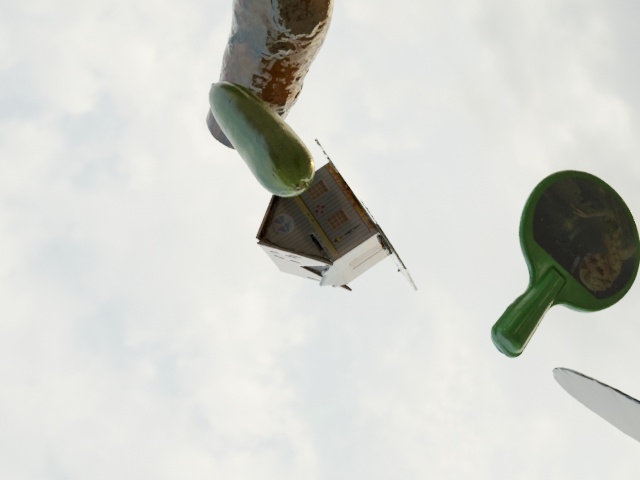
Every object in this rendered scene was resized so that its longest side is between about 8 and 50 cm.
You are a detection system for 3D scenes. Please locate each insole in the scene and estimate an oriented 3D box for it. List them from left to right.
[{"bbox_3d":[0.218,0.124,0.669,0.003,0.232,0.080,-52,-31,-12],"label":"insole"}]

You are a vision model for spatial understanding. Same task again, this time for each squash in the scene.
[{"bbox_3d":[-0.069,-0.116,1.415,0.066,0.066,0.201,2,-146,-40],"label":"squash"}]

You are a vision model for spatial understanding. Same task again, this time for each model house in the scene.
[{"bbox_3d":[0.000,0.000,1.532,0.207,0.136,0.219,57,-178,15],"label":"model house"}]

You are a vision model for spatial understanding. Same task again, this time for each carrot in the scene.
[{"bbox_3d":[-0.063,-0.263,1.683,0.139,0.301,0.138,12,-139,-11],"label":"carrot"}]

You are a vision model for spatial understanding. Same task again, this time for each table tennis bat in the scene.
[{"bbox_3d":[0.265,0.029,1.411,0.160,0.039,0.257,46,-118,-8],"label":"table tennis bat"}]
